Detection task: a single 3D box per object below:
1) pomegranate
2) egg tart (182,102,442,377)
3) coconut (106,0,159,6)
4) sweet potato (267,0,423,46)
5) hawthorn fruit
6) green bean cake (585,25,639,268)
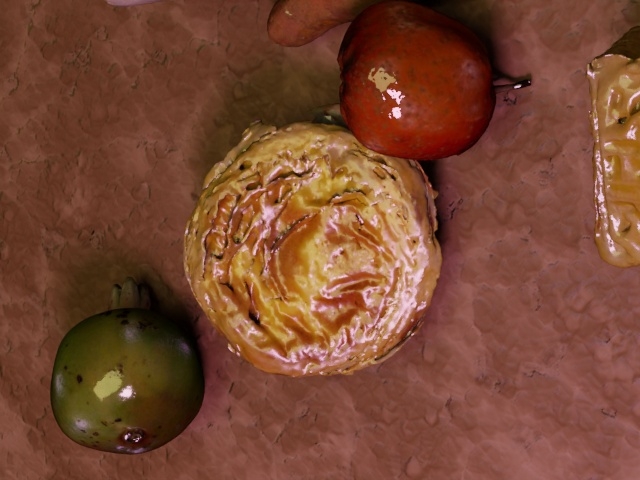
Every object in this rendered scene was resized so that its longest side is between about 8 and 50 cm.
[{"bbox_3d":[-0.222,0.137,1.973,0.180,0.180,0.210,-31,50,34],"label":"pomegranate"},{"bbox_3d":[0.000,0.000,1.821,0.297,0.132,0.297,3,100,19],"label":"egg tart"},{"bbox_3d":[-0.156,-0.433,1.726,0.360,0.346,0.346,-43,72,10],"label":"coconut"},{"bbox_3d":[0.078,-0.275,1.735,0.354,0.095,0.106,-14,45,46],"label":"sweet potato"},{"bbox_3d":[0.111,-0.153,1.700,0.157,0.194,0.157,-177,90,-78],"label":"hawthorn fruit"},{"bbox_3d":[0.351,-0.076,1.527,0.224,0.131,0.230,7,116,33],"label":"green bean cake"}]
